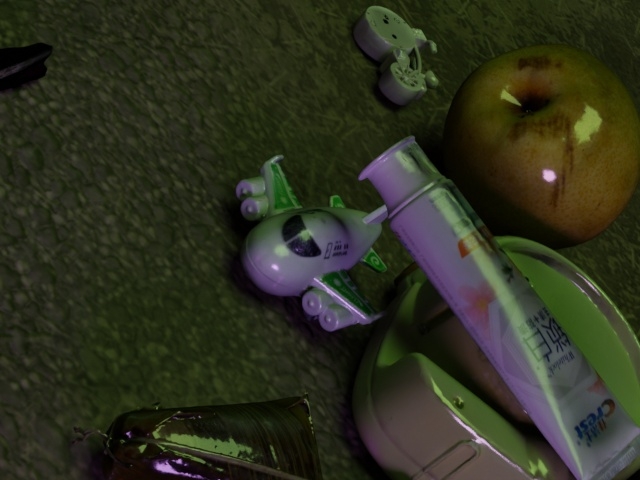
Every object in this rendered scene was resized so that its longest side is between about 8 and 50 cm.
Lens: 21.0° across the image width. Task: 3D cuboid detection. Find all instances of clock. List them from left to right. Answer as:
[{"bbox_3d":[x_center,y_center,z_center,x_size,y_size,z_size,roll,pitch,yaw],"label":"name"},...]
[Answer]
[{"bbox_3d":[0.083,-0.191,1.814,0.087,0.041,0.129,16,41,-32],"label":"clock"},{"bbox_3d":[0.182,0.124,1.544,0.286,0.117,0.348,38,36,-14],"label":"clock"}]

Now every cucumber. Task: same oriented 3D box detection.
[{"bbox_3d":[-0.268,-0.136,1.396,0.034,0.033,0.135,22,26,22],"label":"cucumber"}]

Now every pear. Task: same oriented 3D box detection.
[{"bbox_3d":[0.227,-0.089,1.735,0.209,0.209,0.209,28,39,-26],"label":"pear"}]

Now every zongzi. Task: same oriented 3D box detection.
[{"bbox_3d":[-0.069,0.204,1.242,0.187,0.084,0.184,2,65,-38],"label":"zongzi"}]

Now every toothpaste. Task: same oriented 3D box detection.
[{"bbox_3d":[0.149,0.059,1.423,0.100,0.066,0.323,-31,82,-46],"label":"toothpaste"}]

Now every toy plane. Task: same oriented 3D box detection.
[{"bbox_3d":[-0.002,0.002,1.502,0.174,0.080,0.174,26,42,-26],"label":"toy plane"}]
